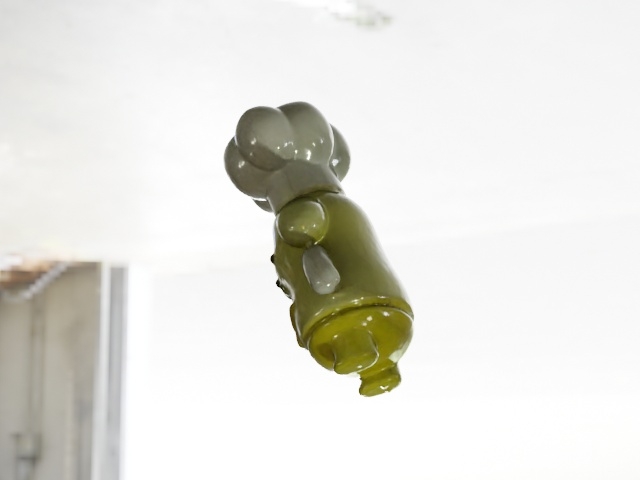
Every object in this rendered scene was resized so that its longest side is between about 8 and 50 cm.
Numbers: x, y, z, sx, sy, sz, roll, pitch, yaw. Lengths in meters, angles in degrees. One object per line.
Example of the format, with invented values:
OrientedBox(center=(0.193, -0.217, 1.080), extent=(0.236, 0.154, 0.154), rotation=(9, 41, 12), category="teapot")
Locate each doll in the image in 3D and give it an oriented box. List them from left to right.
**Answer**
OrientedBox(center=(0.000, 0.000, 0.918), extent=(0.062, 0.162, 0.106), rotation=(-25, 152, 8), category="doll")
